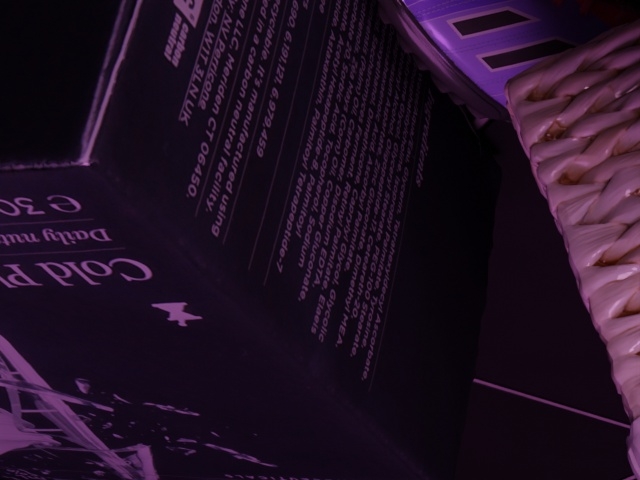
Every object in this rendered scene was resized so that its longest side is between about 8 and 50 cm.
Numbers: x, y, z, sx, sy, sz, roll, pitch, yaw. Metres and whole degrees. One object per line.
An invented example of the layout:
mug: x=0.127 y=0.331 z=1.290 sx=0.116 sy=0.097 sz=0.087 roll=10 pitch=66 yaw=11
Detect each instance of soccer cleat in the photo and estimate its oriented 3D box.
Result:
soccer cleat: x=0.167 y=-0.115 z=0.820 sx=0.318 sy=0.108 sz=0.116 roll=29 pitch=130 yaw=-28

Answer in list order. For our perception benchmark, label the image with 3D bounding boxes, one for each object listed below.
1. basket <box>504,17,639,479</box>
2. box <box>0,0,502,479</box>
basket: x=0.307 y=0.028 z=0.720 sx=0.331 sy=0.266 sz=0.328 roll=-25 pitch=144 yaw=10
box: x=-0.187 y=-0.042 z=0.885 sx=0.480 sy=0.297 sz=0.472 roll=-2 pitch=153 yaw=26
